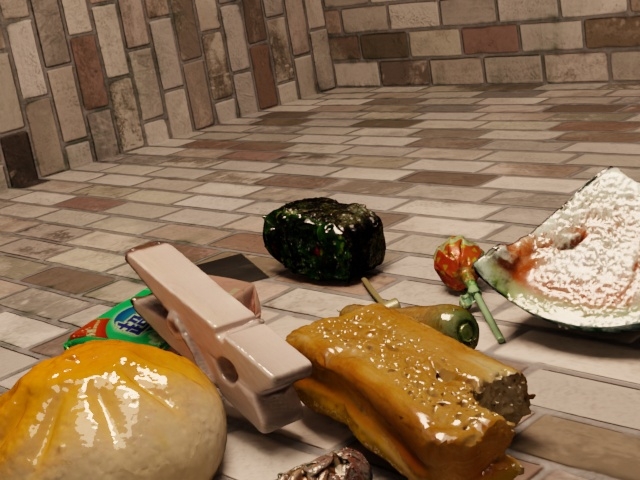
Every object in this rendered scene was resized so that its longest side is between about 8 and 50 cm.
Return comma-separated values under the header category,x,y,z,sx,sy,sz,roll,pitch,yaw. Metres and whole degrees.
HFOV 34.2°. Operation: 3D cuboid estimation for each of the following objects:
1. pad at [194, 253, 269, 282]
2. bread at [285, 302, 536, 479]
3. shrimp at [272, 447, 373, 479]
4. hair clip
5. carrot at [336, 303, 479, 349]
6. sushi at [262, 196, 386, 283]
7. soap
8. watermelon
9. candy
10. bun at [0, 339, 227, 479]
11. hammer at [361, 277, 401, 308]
category,x,y,z,sx,sy,sz,roll,pitch,yaw
pad,-0.175,0.058,1.913,0.116,0.004,0.193,-14,16,-17
bread,0.108,0.173,1.176,0.185,0.109,0.380,-12,17,-25
shrimp,-0.035,0.259,1.033,0.190,0.075,0.073,-24,51,-13
hair clip,-0.133,0.112,1.304,0.085,0.101,0.331,-13,33,-39
carrot,0.102,0.118,1.449,0.078,0.078,0.298,-20,13,-33
sushi,0.000,0.000,1.796,0.127,0.124,0.225,-23,27,-38
soap,-0.222,0.134,1.505,0.218,0.098,0.273,3,20,29
watermelon,0.381,0.016,1.361,0.320,0.213,0.289,-3,15,-20
candy,0.230,0.078,1.529,0.084,0.078,0.287,24,19,-18
bun,-0.260,0.203,1.178,0.299,0.164,0.299,-10,15,3
hammer,0.077,0.092,1.630,0.060,0.028,0.195,-20,14,-5
